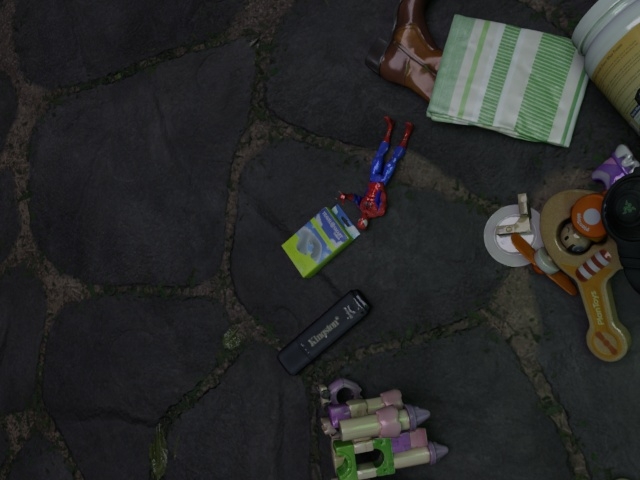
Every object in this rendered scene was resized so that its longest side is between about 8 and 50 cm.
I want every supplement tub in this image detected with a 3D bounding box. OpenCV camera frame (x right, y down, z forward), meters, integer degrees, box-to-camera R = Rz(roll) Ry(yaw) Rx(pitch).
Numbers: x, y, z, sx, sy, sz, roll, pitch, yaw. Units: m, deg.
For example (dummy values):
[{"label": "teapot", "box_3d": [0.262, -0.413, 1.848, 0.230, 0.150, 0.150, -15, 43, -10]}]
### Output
[{"label": "supplement tub", "box_3d": [0.669, -0.342, 1.209, 0.228, 0.228, 0.316, -37, 71, 16]}]

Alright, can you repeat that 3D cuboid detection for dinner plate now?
[{"label": "dinner plate", "box_3d": [0.437, -0.012, 1.392, 0.141, 0.017, 0.141, -3, 83, 25]}]

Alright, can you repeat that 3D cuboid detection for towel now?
[{"label": "towel", "box_3d": [0.426, -0.357, 1.395, 0.324, 0.038, 0.248, 17, 91, 15]}]

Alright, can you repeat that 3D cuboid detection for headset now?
[{"label": "headset", "box_3d": [0.619, -0.079, 1.070, 0.185, 0.243, 0.394, 5, 119, 60]}]

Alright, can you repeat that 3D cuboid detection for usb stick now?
[{"label": "usb stick", "box_3d": [0.006, 0.230, 1.539, 0.278, 0.045, 0.077, -42, 69, 14]}]

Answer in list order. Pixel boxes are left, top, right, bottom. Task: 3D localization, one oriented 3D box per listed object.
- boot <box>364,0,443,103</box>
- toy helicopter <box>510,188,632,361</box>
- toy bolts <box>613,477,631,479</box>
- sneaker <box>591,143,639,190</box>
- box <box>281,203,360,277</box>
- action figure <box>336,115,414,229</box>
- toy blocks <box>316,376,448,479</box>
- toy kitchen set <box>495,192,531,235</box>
[{"label": "boot", "box_3d": [0.281, -0.460, 1.471, 0.280, 0.096, 0.264, 36, 95, 21]}, {"label": "toy helicopter", "box_3d": [0.533, 0.072, 1.258, 0.235, 0.140, 0.355, -14, 89, 46]}, {"label": "toy bolts", "box_3d": [0.679, 0.514, 1.188, 0.228, 0.158, 0.218, -24, 115, 10]}, {"label": "sneaker", "box_3d": [0.641, -0.076, 1.272, 0.104, 0.095, 0.236, -34, 67, 24]}, {"label": "box", "box_3d": [0.000, 0.000, 1.570, 0.178, 0.042, 0.109, -41, 70, 15]}, {"label": "action figure", "box_3d": [0.131, -0.162, 1.483, 0.091, 0.139, 0.280, 20, 95, 26]}, {"label": "toy blocks", "box_3d": [0.158, 0.463, 1.381, 0.260, 0.309, 0.289, -8, 93, -10]}, {"label": "toy kitchen set", "box_3d": [0.419, -0.058, 1.357, 0.075, 0.068, 0.083, -7, 81, 24]}]
